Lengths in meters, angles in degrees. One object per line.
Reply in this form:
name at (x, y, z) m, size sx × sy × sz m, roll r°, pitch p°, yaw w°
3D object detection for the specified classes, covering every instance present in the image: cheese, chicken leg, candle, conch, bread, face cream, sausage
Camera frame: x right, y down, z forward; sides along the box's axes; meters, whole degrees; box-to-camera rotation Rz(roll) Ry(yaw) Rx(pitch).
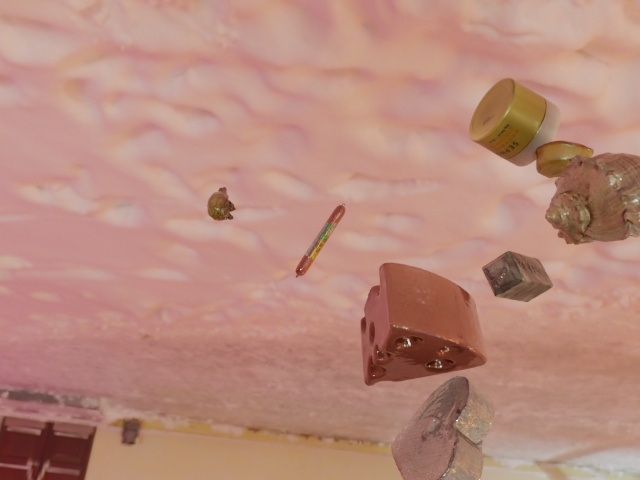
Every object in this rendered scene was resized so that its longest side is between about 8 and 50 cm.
cheese at (0.129, 0.117, 0.949) m, size 0.202 × 0.128 × 0.177 m, roll -14°, pitch 141°, yaw 19°
chicken leg at (-0.285, -0.109, 1.822) m, size 0.070 × 0.178 × 0.093 m, roll -41°, pitch 112°, yaw 11°
candle at (0.172, 0.300, 0.919) m, size 0.068 × 0.192 × 0.168 m, roll 38°, pitch 140°, yaw -10°
conch at (0.714, -0.117, 1.496) m, size 0.352 × 0.297 × 0.210 m, roll -32°, pitch 111°, yaw 4°
bread at (0.689, -0.237, 1.785) m, size 0.156 × 0.086 × 0.125 m, roll -2°, pitch 162°, yaw 40°
face cream at (0.594, -0.364, 1.931) m, size 0.179 × 0.218 × 0.218 m, roll 25°, pitch 150°, yaw -15°
sausage at (0.000, 0.000, 1.567) m, size 0.029 × 0.223 × 0.029 m, roll 33°, pitch 174°, yaw 4°

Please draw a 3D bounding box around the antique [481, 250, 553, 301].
antique at (0.487, 0.091, 1.554) m, size 0.182 × 0.088 × 0.086 m, roll 11°, pitch 139°, yaw -45°
